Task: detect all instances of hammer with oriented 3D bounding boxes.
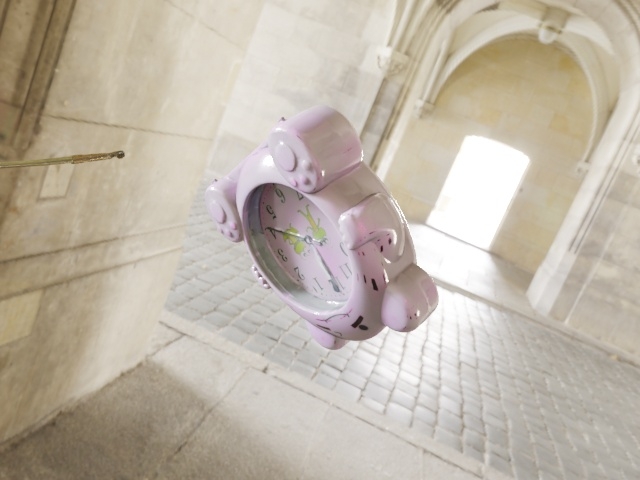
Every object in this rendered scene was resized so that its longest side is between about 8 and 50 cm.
[{"bbox_3d":[-0.187,-0.054,0.405,0.029,0.014,0.123,12,17,31],"label":"hammer"}]

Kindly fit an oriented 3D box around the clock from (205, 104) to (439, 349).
[{"bbox_3d":[0.000,0.000,0.835,0.113,0.295,0.322,-36,95,-37],"label":"clock"}]
